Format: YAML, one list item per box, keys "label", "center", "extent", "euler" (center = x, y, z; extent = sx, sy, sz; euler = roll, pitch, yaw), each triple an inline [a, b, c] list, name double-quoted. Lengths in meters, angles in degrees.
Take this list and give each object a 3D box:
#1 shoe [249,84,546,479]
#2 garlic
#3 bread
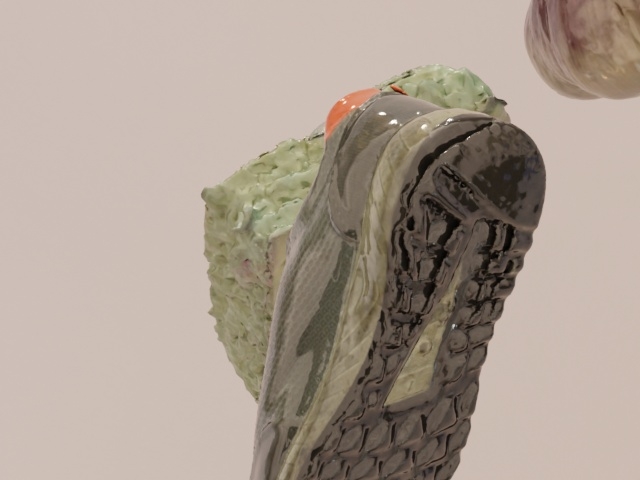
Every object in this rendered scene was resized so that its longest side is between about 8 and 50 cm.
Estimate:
- label: "shoe"
  center: [0.013, 0.035, 0.569]
  extent: [0.077, 0.074, 0.194]
  euler: [40, -62, 46]
- label: "garlic"
  center: [0.180, -0.142, 0.865]
  extent: [0.147, 0.159, 0.102]
  euler: [-44, -71, -33]
- label: "bread"
  center: [0.000, 0.000, 0.841]
  extent: [0.064, 0.172, 0.232]
  euler: [46, -66, 29]
